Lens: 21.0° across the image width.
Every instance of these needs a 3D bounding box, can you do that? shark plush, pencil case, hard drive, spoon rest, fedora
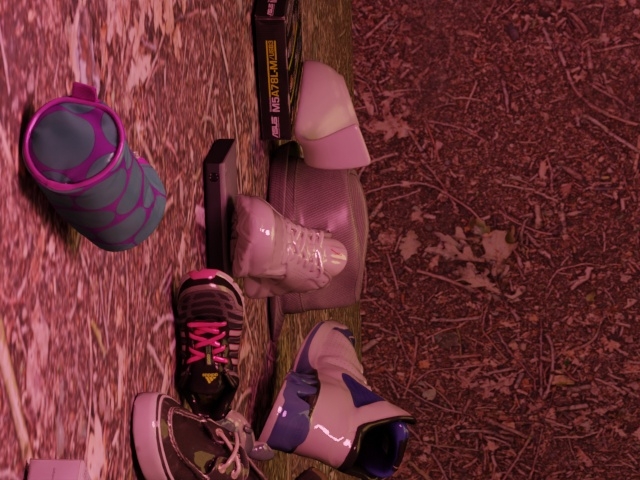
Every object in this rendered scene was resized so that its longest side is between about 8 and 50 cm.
[{"bbox_3d":[-0.095,0.209,1.747,0.067,0.073,0.161,-54,165,-22],"label":"shark plush"},{"bbox_3d":[-0.143,-0.043,1.103,0.151,0.064,0.070,72,35,-75],"label":"pencil case"},{"bbox_3d":[-0.101,-0.028,1.781,0.094,0.022,0.135,-75,166,-70],"label":"hard drive"},{"bbox_3d":[0.007,-0.152,2.227,0.276,0.084,0.137,-103,174,-71],"label":"spoon rest"},{"bbox_3d":[0.000,0.000,2.335,0.244,0.124,0.275,-65,155,-76],"label":"fedora"}]

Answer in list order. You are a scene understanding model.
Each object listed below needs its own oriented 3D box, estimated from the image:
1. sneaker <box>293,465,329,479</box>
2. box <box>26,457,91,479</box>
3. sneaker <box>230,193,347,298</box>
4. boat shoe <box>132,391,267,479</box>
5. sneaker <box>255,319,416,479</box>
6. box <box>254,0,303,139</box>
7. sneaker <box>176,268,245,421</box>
[{"bbox_3d":[0.022,0.454,2.112,0.158,0.182,0.410,-44,140,-46],"label":"sneaker"},{"bbox_3d":[-0.163,0.249,1.071,0.145,0.038,0.186,83,11,-58],"label":"box"},{"bbox_3d":[-0.031,0.005,1.786,0.232,0.115,0.090,65,26,-79],"label":"sneaker"},{"bbox_3d":[-0.097,0.184,1.469,0.219,0.070,0.078,57,28,-59],"label":"boat shoe"},{"bbox_3d":[0.030,0.228,2.235,0.127,0.182,0.315,-63,179,18],"label":"sneaker"},{"bbox_3d":[-0.051,-0.255,2.185,0.190,0.045,0.184,-84,175,-50],"label":"box"},{"bbox_3d":[-0.101,0.102,1.580,0.075,0.063,0.170,-93,-176,-48],"label":"sneaker"}]
